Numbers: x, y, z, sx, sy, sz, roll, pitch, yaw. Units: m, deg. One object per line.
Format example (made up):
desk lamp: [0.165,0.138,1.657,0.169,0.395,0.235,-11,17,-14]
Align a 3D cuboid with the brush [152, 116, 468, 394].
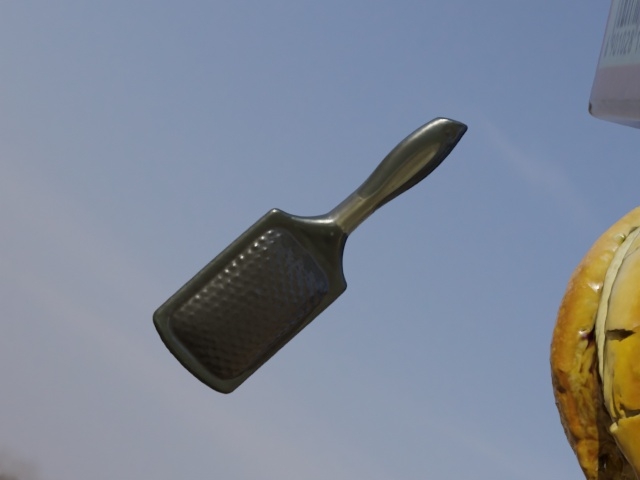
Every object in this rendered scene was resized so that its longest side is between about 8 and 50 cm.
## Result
brush: [0.000,0.000,0.941,0.063,0.193,0.016,48,-2,-23]

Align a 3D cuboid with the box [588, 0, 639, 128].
box: [0.265,-0.070,0.678,0.264,0.116,0.415,13,3,-1]

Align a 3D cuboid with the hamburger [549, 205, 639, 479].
hamburger: [0.315,0.084,1.192,0.290,0.314,0.170,59,-19,-3]
